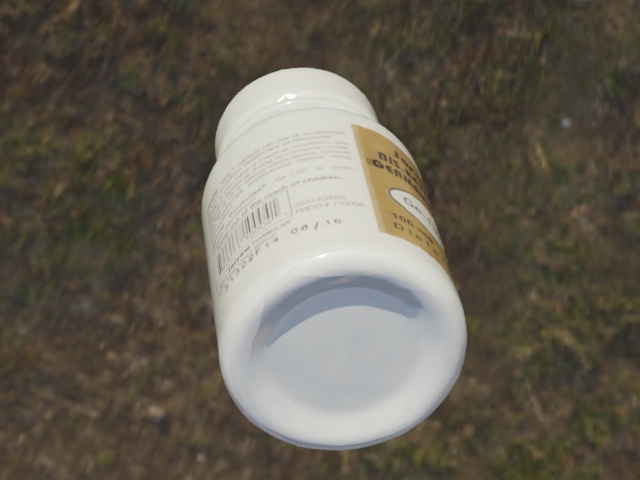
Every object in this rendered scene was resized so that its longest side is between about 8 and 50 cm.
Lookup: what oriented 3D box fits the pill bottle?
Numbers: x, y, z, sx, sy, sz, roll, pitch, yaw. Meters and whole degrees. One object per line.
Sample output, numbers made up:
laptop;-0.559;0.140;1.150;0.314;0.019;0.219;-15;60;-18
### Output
pill bottle;0.000;0.000;1.097;0.131;0.229;0.131;-4;123;-6
